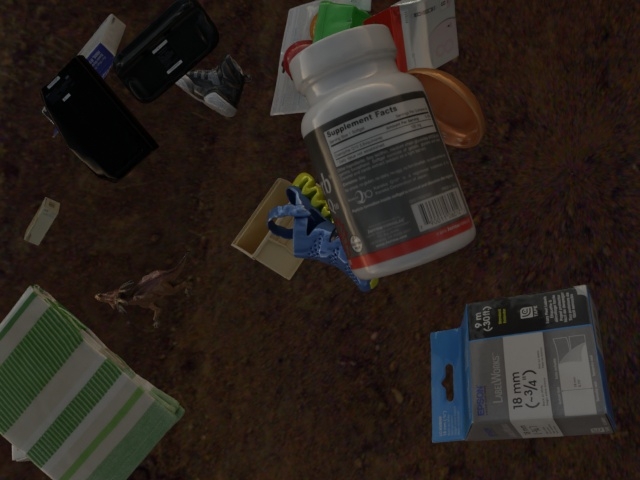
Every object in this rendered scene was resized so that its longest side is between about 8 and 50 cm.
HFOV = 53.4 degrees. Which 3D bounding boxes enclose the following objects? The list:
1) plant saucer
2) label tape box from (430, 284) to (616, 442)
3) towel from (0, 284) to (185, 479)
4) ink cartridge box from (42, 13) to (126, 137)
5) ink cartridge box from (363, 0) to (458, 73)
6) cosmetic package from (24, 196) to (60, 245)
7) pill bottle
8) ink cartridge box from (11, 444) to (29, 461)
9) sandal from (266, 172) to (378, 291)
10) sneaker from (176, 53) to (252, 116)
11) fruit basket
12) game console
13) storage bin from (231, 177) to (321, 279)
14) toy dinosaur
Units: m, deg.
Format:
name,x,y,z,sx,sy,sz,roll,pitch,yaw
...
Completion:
name,x,y,z,sx,sy,sz,roll,pitch,yaw
plant saucer,0.242,-0.264,1.250,0.200,0.200,0.037,37,77,14
label tape box,0.345,0.235,1.180,0.333,0.106,0.241,-13,53,27
towel,-0.419,0.261,1.052,0.325,0.038,0.248,42,98,-2
ink cartridge box,-0.513,-0.359,1.372,0.223,0.224,0.045,-40,125,22
ink cartridge box,0.225,-0.487,1.536,0.232,0.189,0.066,-35,46,-18
cosmetic package,-0.735,-0.050,1.681,0.041,0.060,0.115,28,110,-30
pill bottle,0.092,-0.137,1.017,0.210,0.210,0.363,-20,90,22
ink cartridge box,-0.523,0.316,1.254,0.148,0.086,0.203,-19,68,15
sandal,0.000,0.000,1.310,0.138,0.126,0.317,-32,53,-16
sneaker,-0.316,-0.474,1.839,0.268,0.101,0.153,34,90,21
fruit basket,0.002,-0.507,1.752,0.353,0.165,0.327,6,86,54
game console,-0.329,-0.278,1.150,0.361,0.044,0.213,-36,101,15
storage bin,-0.098,-0.046,1.740,0.123,0.262,0.260,36,84,-19
toy dinosaur,-0.524,0.145,1.950,0.295,0.200,0.127,-40,56,8
